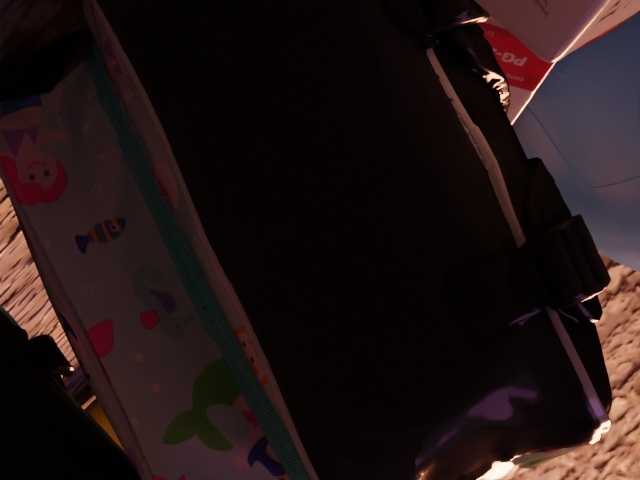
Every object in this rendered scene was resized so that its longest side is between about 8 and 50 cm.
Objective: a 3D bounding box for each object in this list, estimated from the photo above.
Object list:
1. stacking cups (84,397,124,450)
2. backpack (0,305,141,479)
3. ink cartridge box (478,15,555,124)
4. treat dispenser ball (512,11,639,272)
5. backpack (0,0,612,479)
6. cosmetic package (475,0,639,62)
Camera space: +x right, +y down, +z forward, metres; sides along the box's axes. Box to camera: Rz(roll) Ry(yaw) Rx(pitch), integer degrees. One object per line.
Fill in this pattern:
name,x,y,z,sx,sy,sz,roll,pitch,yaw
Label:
stacking cups,-0.047,0.056,1.062,0.316,0.096,0.096,-47,171,-10
backpack,-0.161,0.144,0.685,0.144,0.166,0.188,-31,158,-50
ink cartridge box,0.058,-0.093,0.806,0.150,0.063,0.109,122,-24,-50
treat dispenser ball,0.244,-0.114,0.990,0.288,0.288,0.288,-44,170,-10
backpack,0.000,0.000,0.636,0.191,0.225,0.253,-26,178,8
cosmetic package,0.090,-0.174,0.501,0.183,0.151,0.151,-34,163,-51
